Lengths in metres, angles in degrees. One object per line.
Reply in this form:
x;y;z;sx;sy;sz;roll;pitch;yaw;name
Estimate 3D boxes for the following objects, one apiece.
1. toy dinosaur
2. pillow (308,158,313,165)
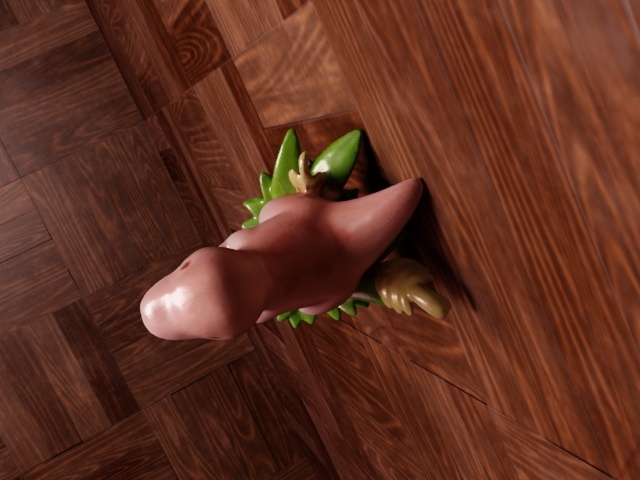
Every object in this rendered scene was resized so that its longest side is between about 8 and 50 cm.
-0.019;-0.003;0.602;0.177;0.194;0.152;-52;-50;-85;toy dinosaur
0.000;0.000;0.861;0.113;0.038;0.203;61;167;13;pillow
